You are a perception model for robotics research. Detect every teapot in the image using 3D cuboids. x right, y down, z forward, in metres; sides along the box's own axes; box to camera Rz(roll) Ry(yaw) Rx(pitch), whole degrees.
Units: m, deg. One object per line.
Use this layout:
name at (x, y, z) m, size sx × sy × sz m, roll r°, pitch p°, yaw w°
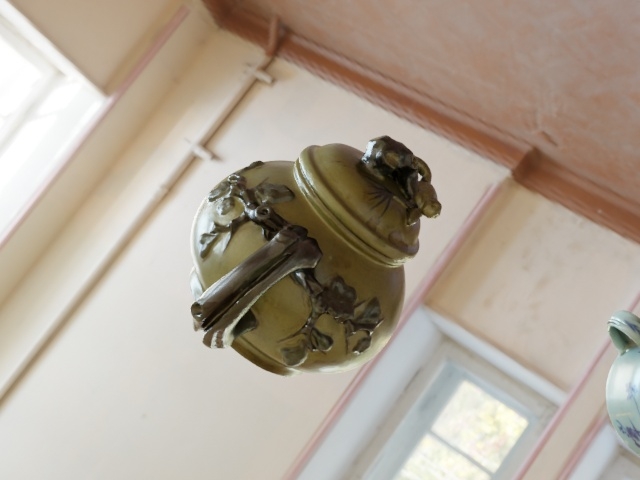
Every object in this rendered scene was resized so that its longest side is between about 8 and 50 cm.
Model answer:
teapot at (0.000, 0.000, 0.640) m, size 0.173 × 0.182 × 0.269 m, roll 47°, pitch -161°, yaw 8°
teapot at (0.403, 0.168, 0.975) m, size 0.232 × 0.159 × 0.159 m, roll 47°, pitch 174°, yaw 12°
